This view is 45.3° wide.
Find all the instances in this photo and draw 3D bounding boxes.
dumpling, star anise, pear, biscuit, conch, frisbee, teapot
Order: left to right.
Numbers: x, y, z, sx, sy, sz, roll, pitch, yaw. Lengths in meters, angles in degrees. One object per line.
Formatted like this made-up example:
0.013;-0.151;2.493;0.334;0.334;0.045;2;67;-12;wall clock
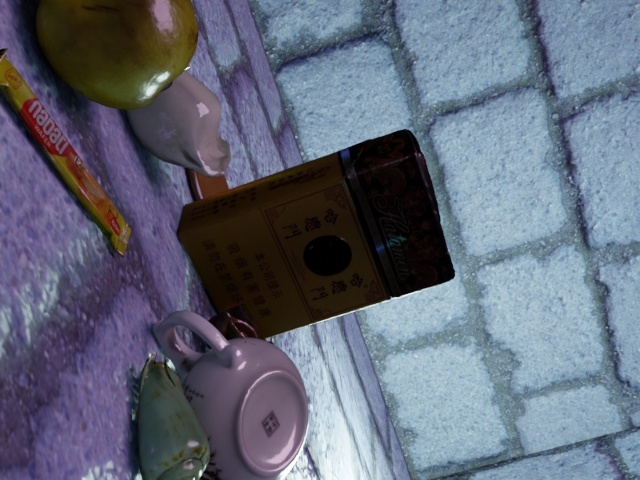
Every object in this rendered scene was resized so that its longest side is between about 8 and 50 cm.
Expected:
-0.294;-0.090;0.880;0.292;0.026;0.048;65;30;-44;biscuit
-0.250;-0.264;0.961;0.200;0.200;0.200;-17;90;-82;pear
-0.174;0.220;0.901;0.106;0.079;0.170;86;-11;-56;conch
-0.226;-0.210;1.213;0.252;0.131;0.179;49;23;-10;dumpling
-0.210;-0.092;1.503;0.251;0.021;0.251;-18;90;-84;frisbee
-0.117;0.220;1.030;0.166;0.208;0.300;-11;-70;54;teapot
-0.126;0.195;1.228;0.220;0.099;0.214;56;4;-47;star anise

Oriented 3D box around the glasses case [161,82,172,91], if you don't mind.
-0.300;-0.354;1.114;0.060;0.114;0.299;130;-53;-68;glasses case

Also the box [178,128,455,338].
0.000;0.000;1.309;0.116;0.415;0.264;-94;165;-59;box

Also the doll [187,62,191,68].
-0.281;-0.359;1.504;0.085;0.040;0.058;60;5;-57;doll
